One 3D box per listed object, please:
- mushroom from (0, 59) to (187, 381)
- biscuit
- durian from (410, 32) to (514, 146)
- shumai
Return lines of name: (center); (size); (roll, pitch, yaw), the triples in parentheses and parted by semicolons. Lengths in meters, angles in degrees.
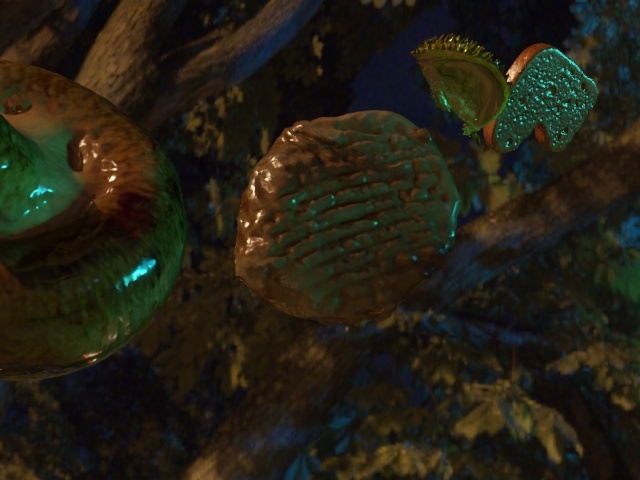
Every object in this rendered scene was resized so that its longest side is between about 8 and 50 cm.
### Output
mushroom: (-0.294, -0.064, 0.856); (0.331, 0.334, 0.356); (32, -42, 39)
biscuit: (0.342, -0.204, 1.543); (0.192, 0.036, 0.186); (27, -89, -39)
durian: (0.198, -0.209, 1.316); (0.100, 0.086, 0.215); (-38, -46, 10)
shumai: (0.000, 0.000, 1.287); (0.267, 0.314, 0.262); (54, -27, 5)
